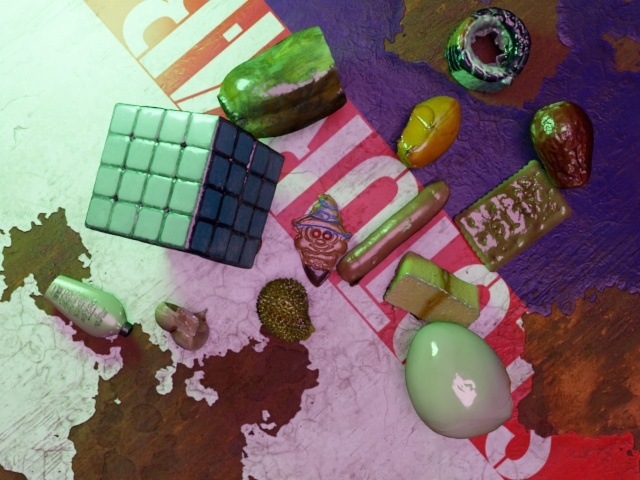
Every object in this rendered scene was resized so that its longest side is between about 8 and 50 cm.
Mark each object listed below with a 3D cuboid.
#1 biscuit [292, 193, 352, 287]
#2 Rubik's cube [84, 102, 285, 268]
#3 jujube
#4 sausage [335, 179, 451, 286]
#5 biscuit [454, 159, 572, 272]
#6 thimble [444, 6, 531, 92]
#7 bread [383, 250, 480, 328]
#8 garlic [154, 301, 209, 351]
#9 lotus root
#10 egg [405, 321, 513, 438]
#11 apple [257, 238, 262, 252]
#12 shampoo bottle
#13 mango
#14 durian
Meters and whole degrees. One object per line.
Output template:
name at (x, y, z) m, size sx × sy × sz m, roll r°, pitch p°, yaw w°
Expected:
biscuit at (0.000, 0.000, 1.949) m, size 0.183 × 0.043 × 0.280 m, roll 8°, pitch 87°, yaw -1°
Rubik's cube at (-0.345, -0.136, 1.714) m, size 0.344 × 0.337 × 0.344 m, roll 13°, pitch 88°, yaw 25°
jujube at (0.714, -0.278, 1.926) m, size 0.190 × 0.190 × 0.255 m, roll -13°, pitch 103°, yaw -4°
sausage at (0.221, -0.026, 1.933) m, size 0.419 × 0.094 × 0.094 m, roll -40°, pitch 132°, yaw -4°
biscuit at (0.586, -0.074, 1.987) m, size 0.325 × 0.044 × 0.217 m, roll -35°, pitch 92°, yaw -3°
thimble at (0.490, -0.551, 1.922) m, size 0.238 × 0.150 × 0.237 m, roll 0°, pitch 91°, yaw -6°
bread at (0.341, 0.155, 1.942) m, size 0.266 × 0.142 × 0.178 m, roll 26°, pitch 73°, yaw -6°
garlic at (-0.398, 0.238, 1.897) m, size 0.174 × 0.099 × 0.124 m, roll 39°, pitch 107°, yaw 0°
lotus root at (-0.110, -0.423, 1.835) m, size 0.346 × 0.250 × 0.250 m, roll -25°, pitch 92°, yaw -4°
egg at (0.382, 0.395, 1.861) m, size 0.283 × 0.283 × 0.344 m, roll -25°, pitch 80°, yaw -4°
apple at (-0.232, 0.001, 1.896) m, size 0.126 × 0.102 × 0.125 m, roll 0°, pitch 96°, yaw -3°
shampoo bottle at (-0.653, 0.198, 1.877) m, size 0.257 × 0.078 × 0.127 m, roll 32°, pitch 83°, yaw -2°
mango at (0.319, -0.321, 1.924) m, size 0.154 × 0.126 × 0.252 m, roll 40°, pitch 81°, yaw 8°
durian at (-0.105, 0.204, 1.885) m, size 0.159 × 0.146 × 0.198 m, roll -13°, pitch 88°, yaw -2°
